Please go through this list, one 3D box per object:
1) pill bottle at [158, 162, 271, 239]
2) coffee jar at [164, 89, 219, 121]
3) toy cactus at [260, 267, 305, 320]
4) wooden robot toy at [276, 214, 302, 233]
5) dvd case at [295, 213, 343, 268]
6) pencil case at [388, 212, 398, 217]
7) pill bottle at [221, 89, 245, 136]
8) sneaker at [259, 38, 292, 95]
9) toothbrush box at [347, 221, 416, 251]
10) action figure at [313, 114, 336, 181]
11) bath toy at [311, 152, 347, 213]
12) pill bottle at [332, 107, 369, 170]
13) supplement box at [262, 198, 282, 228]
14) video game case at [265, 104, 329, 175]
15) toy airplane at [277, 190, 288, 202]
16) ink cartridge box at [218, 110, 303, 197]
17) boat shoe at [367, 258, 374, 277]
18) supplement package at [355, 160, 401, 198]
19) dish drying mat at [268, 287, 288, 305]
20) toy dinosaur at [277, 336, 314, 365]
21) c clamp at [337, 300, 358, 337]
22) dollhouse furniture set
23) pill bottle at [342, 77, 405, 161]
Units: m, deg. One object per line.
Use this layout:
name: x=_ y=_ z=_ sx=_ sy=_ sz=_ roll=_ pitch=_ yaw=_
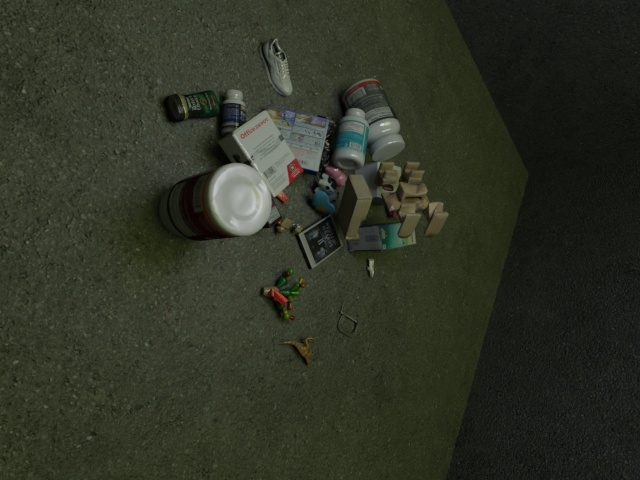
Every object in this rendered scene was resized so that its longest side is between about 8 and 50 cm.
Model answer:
pill bottle: x=-0.361 y=-0.112 z=1.370 sx=0.224 sy=0.393 sz=0.223 roll=3 pitch=86 yaw=-43
coffee jar: x=-0.464 y=-0.486 z=1.513 sx=0.185 sy=0.079 sz=0.096 roll=-26 pitch=105 yaw=-41
toy cactus: x=-0.158 y=0.224 z=1.752 sx=0.181 sy=0.112 sz=0.218 roll=9 pitch=91 yaw=-33
wooden robot toy: x=-0.161 y=-0.064 z=1.788 sx=0.173 sy=0.076 sz=0.079 roll=32 pitch=90 yaw=-45
dvd case: x=0.000 y=0.000 z=1.955 sx=0.239 sy=0.030 sz=0.179 roll=-34 pitch=111 yaw=-39
pencil case: x=0.408 y=-0.232 z=2.318 sx=0.098 sy=0.095 sz=0.209 roll=-24 pitch=107 yaw=-59
pill bottle: x=-0.337 y=-0.490 z=1.622 sx=0.094 sy=0.094 sz=0.169 roll=2 pitch=86 yaw=-43
sneaker: x=-0.177 y=-0.738 z=1.793 sx=0.090 sy=0.095 sz=0.234 roll=-46 pitch=119 yaw=-37
toothbrush box: x=0.310 y=-0.023 z=2.122 sx=0.296 sy=0.217 sz=0.126 roll=-11 pitch=95 yaw=-45
action figure: x=-0.019 y=-0.408 z=1.870 sx=0.141 sy=0.164 sz=0.275 roll=15 pitch=81 yaw=4
bath toy: x=0.071 y=-0.291 z=1.971 sx=0.129 sy=0.151 sz=0.348 roll=24 pitch=62 yaw=-1
pill bottle: x=0.141 y=-0.461 z=1.893 sx=0.146 sy=0.146 sz=0.263 roll=25 pitch=68 yaw=-40
supplement box: x=-0.249 y=-0.146 z=1.677 sx=0.081 sy=0.104 sz=0.188 roll=-42 pitch=116 yaw=-38
video game case: x=-0.119 y=-0.418 z=1.750 sx=0.270 sy=0.061 sz=0.244 roll=13 pitch=77 yaw=-4
toy airplane: x=-0.202 y=-0.198 z=1.776 sx=0.151 sy=0.028 sz=0.151 roll=4 pitch=84 yaw=-42
ink cartridge box: x=-0.220 y=-0.316 z=1.571 sx=0.197 sy=0.114 sz=0.272 roll=-49 pitch=117 yaw=-36
boat shoe: x=0.259 y=0.143 z=2.191 sx=0.035 sy=0.035 sz=0.100 roll=2 pitch=89 yaw=-16
supplement package: x=0.302 y=-0.296 z=2.177 sx=0.203 sy=0.149 sz=0.193 roll=5 pitch=84 yaw=-44
dish drying mat: x=-0.172 y=0.230 z=1.707 sx=0.083 sy=0.008 sz=0.032 roll=42 pitch=80 yaw=-11
toy dinosaur: x=-0.079 y=0.468 z=1.825 sx=0.211 sy=0.064 sz=0.112 roll=52 pitch=56 yaw=-27
c clamp: x=0.141 y=0.399 z=2.065 sx=0.161 sy=0.022 sz=0.137 roll=43 pitch=59 yaw=-32
dollhouse furniture set: x=0.305 y=-0.150 z=1.909 sx=0.395 sy=0.256 sz=0.361 roll=-2 pitch=49 yaw=-16
pill bottle: x=0.262 y=-0.583 z=2.041 sx=0.210 sy=0.210 sz=0.362 roll=-5 pitch=69 yaw=-44
